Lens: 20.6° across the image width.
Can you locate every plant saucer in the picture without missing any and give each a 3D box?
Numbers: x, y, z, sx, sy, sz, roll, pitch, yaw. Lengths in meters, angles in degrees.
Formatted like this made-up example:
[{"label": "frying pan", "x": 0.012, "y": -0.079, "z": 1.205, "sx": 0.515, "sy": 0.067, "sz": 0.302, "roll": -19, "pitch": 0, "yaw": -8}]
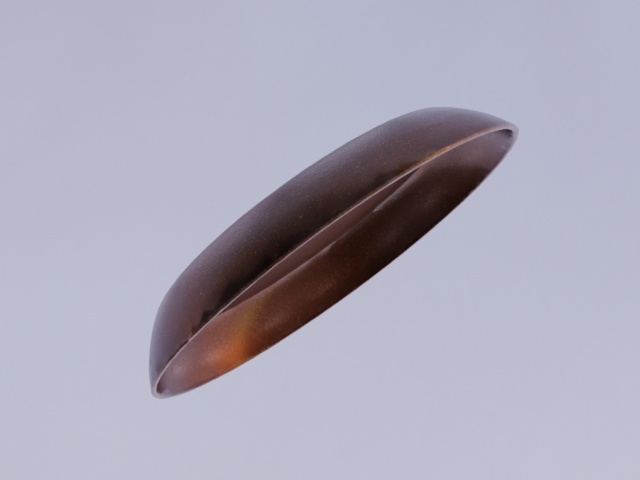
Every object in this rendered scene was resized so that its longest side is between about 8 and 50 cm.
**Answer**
[{"label": "plant saucer", "x": 0.000, "y": 0.000, "z": 1.219, "sx": 0.310, "sy": 0.310, "sz": 0.050, "roll": -37, "pitch": -100, "yaw": 11}]
